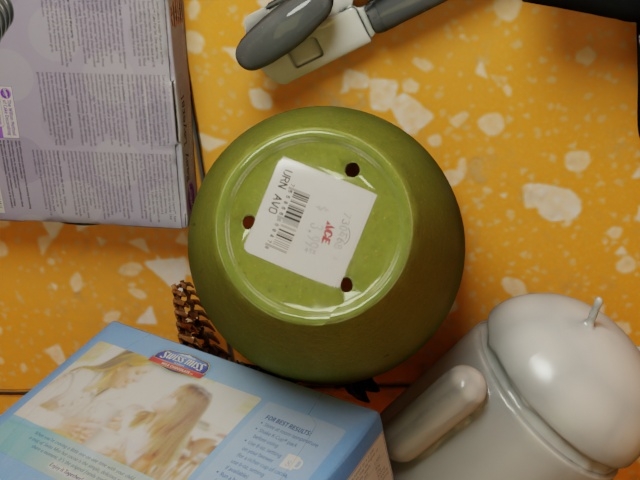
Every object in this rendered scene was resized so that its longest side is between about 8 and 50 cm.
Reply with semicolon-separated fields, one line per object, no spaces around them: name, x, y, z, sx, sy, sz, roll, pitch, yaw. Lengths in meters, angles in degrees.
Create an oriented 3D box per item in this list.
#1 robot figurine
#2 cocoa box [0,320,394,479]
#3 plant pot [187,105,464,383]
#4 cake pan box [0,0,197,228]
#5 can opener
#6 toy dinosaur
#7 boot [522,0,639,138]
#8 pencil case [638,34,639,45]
robot figurine;0.195;0.193;0.921;0.300;0.200;0.353;16;125;-44
cocoa box;-0.125;0.261;0.836;0.347;0.231;0.228;13;131;34
plant pot;0.000;0.000;0.749;0.274;0.293;0.275;0;87;3
cake pan box;-0.253;-0.136;0.897;0.245;0.070;0.267;2;115;9
can opener;0.055;-0.220;0.800;0.283;0.095;0.076;-23;111;17
toy dinosaur;-0.071;0.192;0.993;0.218;0.164;0.322;-17;135;32
boot;0.259;-0.195;0.766;0.207;0.094;0.246;7;110;-12
pencil case;0.360;-0.199;0.671;0.236;0.104;0.104;-30;109;2
